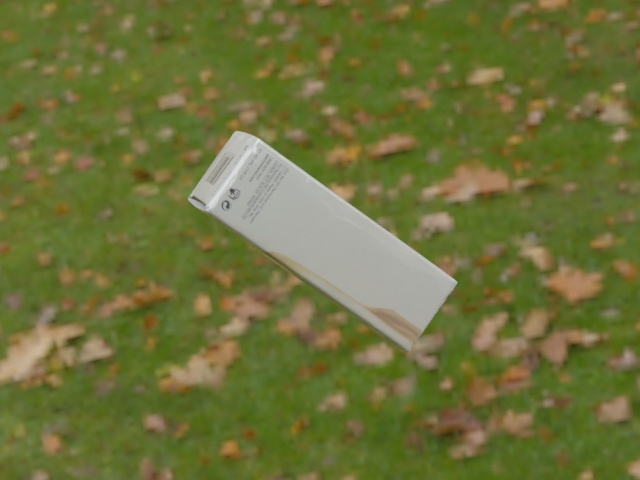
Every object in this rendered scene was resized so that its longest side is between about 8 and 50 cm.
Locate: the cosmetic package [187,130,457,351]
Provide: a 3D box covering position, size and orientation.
[{"bbox_3d":[0.000,0.000,0.797,0.041,0.115,0.060,-55,13,-2],"label":"cosmetic package"}]
